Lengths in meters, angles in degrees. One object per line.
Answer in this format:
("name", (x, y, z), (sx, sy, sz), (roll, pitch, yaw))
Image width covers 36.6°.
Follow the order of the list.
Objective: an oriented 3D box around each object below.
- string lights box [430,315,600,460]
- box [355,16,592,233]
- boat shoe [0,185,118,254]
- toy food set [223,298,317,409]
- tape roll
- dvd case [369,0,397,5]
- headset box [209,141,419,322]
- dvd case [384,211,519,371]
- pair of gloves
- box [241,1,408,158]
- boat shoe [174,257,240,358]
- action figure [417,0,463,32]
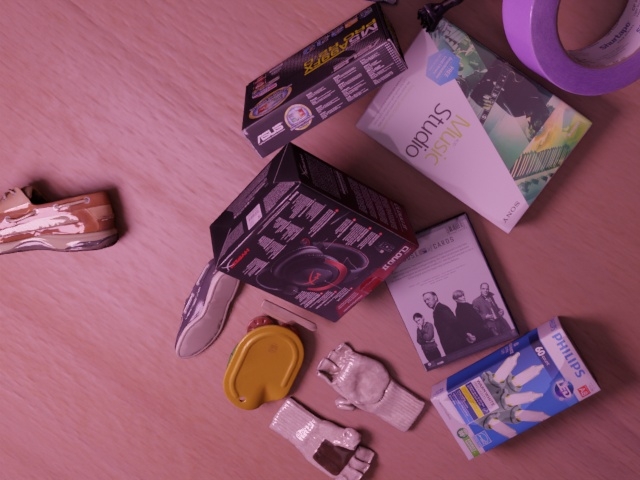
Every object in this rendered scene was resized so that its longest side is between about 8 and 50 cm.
("string lights box", (0.337, 0.258, 1.691), (0.260, 0.077, 0.133), (-32, 94, 14))
("box", (0.253, -0.195, 1.616), (0.322, 0.058, 0.232), (34, 105, -1))
("boat shoe", (-0.526, -0.040, 1.746), (0.324, 0.122, 0.120), (-2, 97, 1))
("toy food set", (-0.100, 0.201, 1.757), (0.128, 0.071, 0.218), (20, 108, -21))
("tape roll", (0.419, -0.364, 1.471), (0.275, 0.090, 0.275), (-9, 119, -16))
("dvd case", (0.063, -0.512, 1.596), (0.164, 0.018, 0.221), (11, 104, 7))
("headset box", (0.000, 0.000, 1.597), (0.293, 0.110, 0.218), (26, 122, -33))
("dvd case", (0.220, 0.092, 1.698), (0.179, 0.029, 0.238), (-23, 97, 13))
("pair of gloves", (0.047, 0.320, 1.768), (0.204, 0.042, 0.240), (41, 104, -1))
("box", (0.001, -0.262, 1.555), (0.270, 0.216, 0.060), (-30, 115, 14))
("boat shoe", (-0.214, 0.123, 1.766), (0.065, 0.075, 0.206), (48, 117, 41))
("action figure", (0.259, -0.446, 1.507), (0.276, 0.141, 0.164), (-29, 105, -2))
